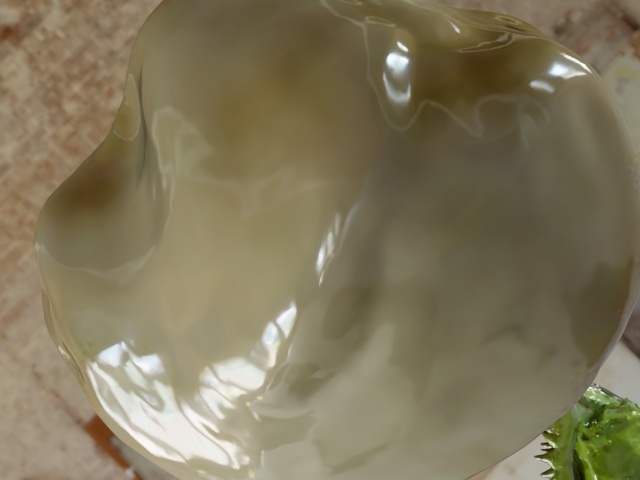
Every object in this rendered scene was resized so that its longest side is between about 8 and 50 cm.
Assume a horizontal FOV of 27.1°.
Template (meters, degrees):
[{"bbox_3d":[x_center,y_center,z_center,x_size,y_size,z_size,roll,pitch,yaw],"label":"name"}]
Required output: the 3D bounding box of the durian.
[{"bbox_3d":[0.292,0.225,1.328,0.132,0.375,0.107,-45,15,22],"label":"durian"}]

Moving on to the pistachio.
[{"bbox_3d":[0.000,0.000,0.873,0.445,0.365,0.281,-26,1,33],"label":"pistachio"}]
